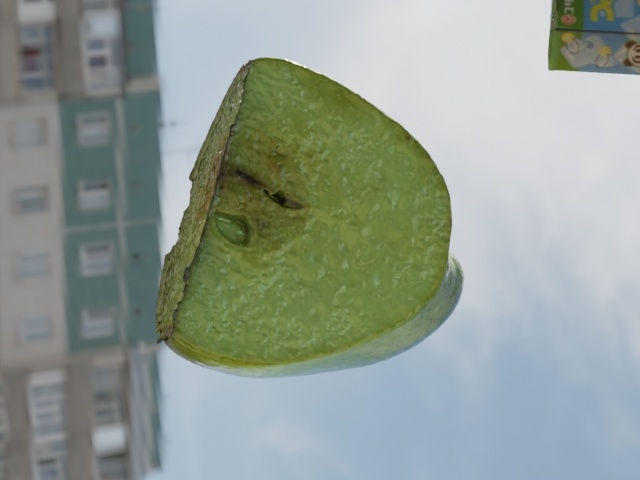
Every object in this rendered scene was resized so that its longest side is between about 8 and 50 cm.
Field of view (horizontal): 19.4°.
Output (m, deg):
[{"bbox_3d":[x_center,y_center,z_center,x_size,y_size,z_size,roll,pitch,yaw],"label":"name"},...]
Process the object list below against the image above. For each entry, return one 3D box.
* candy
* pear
[{"bbox_3d":[0.314,-0.207,1.766,0.062,0.194,0.097,86,10,-50],"label":"candy"},{"bbox_3d":[0.000,0.000,1.668,0.159,0.292,0.292,122,-42,-79],"label":"pear"}]
